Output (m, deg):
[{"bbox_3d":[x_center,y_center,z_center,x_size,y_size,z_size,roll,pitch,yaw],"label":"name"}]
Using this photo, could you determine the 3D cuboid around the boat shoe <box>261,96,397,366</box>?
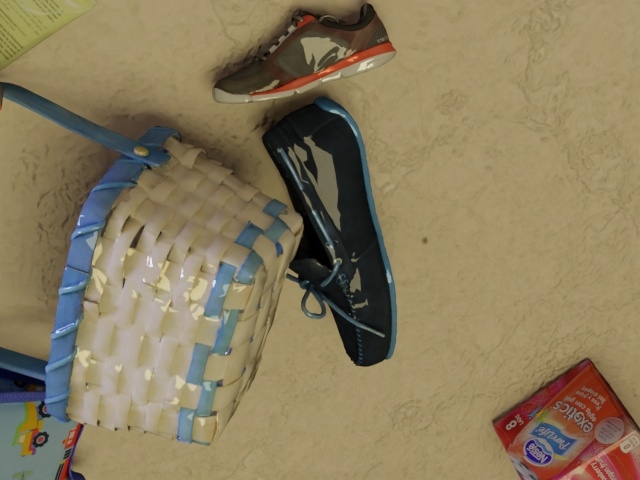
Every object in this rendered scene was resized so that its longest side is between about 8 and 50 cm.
[{"bbox_3d":[0.000,0.000,1.298,0.089,0.109,0.258,-22,112,-18],"label":"boat shoe"}]

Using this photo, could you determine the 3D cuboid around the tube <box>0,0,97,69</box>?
[{"bbox_3d":[-0.292,-0.141,1.135,0.240,0.062,0.070,-38,169,5],"label":"tube"}]

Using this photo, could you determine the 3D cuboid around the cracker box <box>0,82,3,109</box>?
[{"bbox_3d":[-0.339,-0.183,1.046,0.156,0.067,0.232,-18,109,-5],"label":"cracker box"}]

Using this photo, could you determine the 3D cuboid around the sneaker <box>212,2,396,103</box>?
[{"bbox_3d":[-0.019,-0.157,1.218,0.158,0.061,0.064,-18,99,-6],"label":"sneaker"}]

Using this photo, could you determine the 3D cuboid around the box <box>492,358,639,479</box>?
[{"bbox_3d":[0.306,0.265,1.546,0.128,0.122,0.257,-35,125,7],"label":"box"}]

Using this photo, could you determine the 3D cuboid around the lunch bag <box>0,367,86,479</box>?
[{"bbox_3d":[-0.341,0.217,1.310,0.293,0.138,0.221,6,110,-31],"label":"lunch bag"}]

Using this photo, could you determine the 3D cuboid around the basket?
[{"bbox_3d":[-0.179,0.028,1.209,0.289,0.201,0.254,21,120,3],"label":"basket"}]
